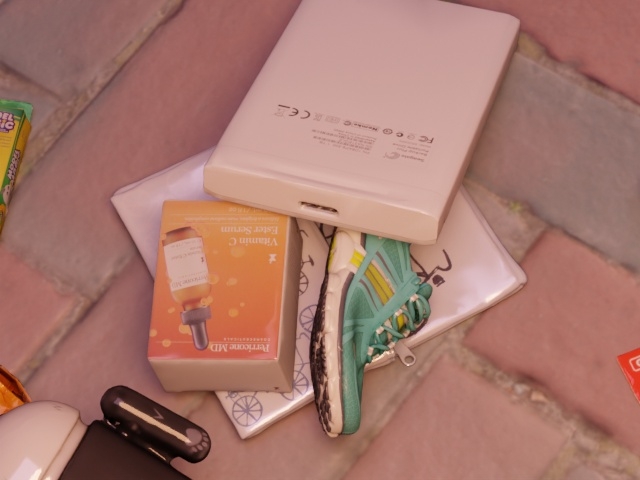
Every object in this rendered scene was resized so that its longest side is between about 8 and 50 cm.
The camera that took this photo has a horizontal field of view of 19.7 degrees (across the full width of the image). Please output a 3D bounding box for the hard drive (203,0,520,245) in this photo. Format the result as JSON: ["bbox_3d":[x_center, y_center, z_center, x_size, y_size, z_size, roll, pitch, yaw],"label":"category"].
[{"bbox_3d":[0.050,-0.139,1.867,0.233,0.047,0.353,13,42,12],"label":"hard drive"}]

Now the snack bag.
[{"bbox_3d":[0.000,0.000,1.881,0.343,0.037,0.323,-26,63,-8],"label":"snack bag"}]

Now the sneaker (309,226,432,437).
[{"bbox_3d":[0.052,0.061,1.769,0.110,0.107,0.275,13,61,0],"label":"sneaker"}]

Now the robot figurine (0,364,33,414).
[{"bbox_3d":[-0.399,0.166,1.807,0.291,0.085,0.211,37,71,21],"label":"robot figurine"}]

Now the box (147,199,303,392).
[{"bbox_3d":[-0.090,0.054,1.792,0.130,0.091,0.170,-1,64,8],"label":"box"}]

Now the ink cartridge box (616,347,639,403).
[{"bbox_3d":[0.454,0.152,1.745,0.275,0.060,0.239,-21,64,-5],"label":"ink cartridge box"}]

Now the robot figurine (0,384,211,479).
[{"bbox_3d":[-0.199,0.263,1.668,0.278,0.173,0.209,33,44,-5],"label":"robot figurine"}]

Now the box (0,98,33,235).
[{"bbox_3d":[-0.374,-0.081,1.957,0.105,0.043,0.179,6,62,8],"label":"box"}]
